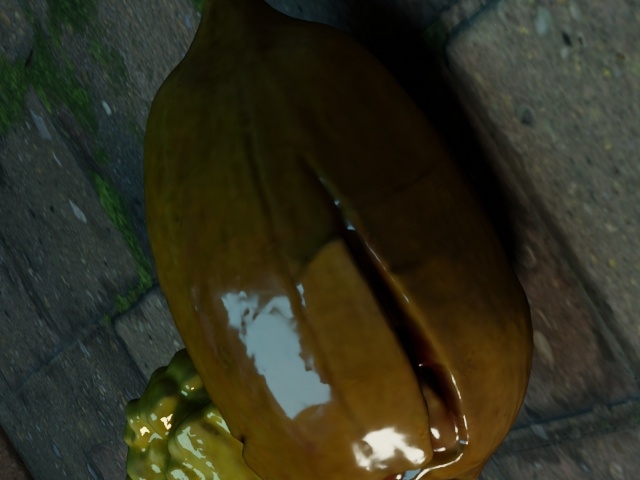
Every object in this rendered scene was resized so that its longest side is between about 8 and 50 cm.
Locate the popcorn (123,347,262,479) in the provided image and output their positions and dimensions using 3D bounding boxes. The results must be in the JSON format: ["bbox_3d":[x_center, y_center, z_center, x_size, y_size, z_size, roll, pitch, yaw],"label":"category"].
[{"bbox_3d":[-0.072,0.201,1.401,0.200,0.203,0.226,54,178,39],"label":"popcorn"}]

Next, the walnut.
[{"bbox_3d":[0.000,0.000,0.987,0.336,0.209,0.209,68,158,1],"label":"walnut"}]
